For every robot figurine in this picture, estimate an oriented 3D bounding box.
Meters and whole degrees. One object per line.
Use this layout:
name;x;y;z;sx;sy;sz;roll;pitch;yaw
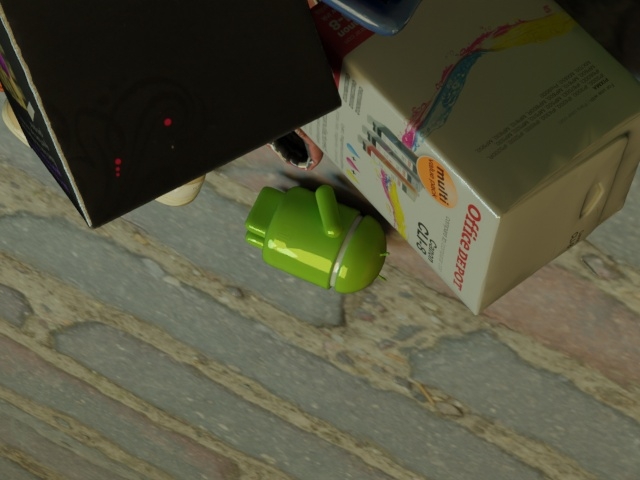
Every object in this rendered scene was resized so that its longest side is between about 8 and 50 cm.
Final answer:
robot figurine;0.000;0.000;1.501;0.115;0.067;0.101;22;155;9

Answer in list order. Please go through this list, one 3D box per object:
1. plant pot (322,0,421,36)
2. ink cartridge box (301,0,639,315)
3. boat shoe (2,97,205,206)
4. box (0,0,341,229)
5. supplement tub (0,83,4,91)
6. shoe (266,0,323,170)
plant pot;0.020;-0.245;0.859;0.236;0.236;0.212;32;161;-10
ink cartridge box;0.089;-0.074;1.143;0.176;0.127;0.128;47;159;21
boat shoe;-0.165;-0.085;1.515;0.170;0.063;0.059;22;153;-11
box;-0.120;-0.172;1.058;0.143;0.165;0.270;44;159;57
supplement tub;-0.309;-0.207;1.252;0.338;0.207;0.207;14;151;24
shoe;-0.028;-0.126;1.280;0.063;0.081;0.178;9;149;33
